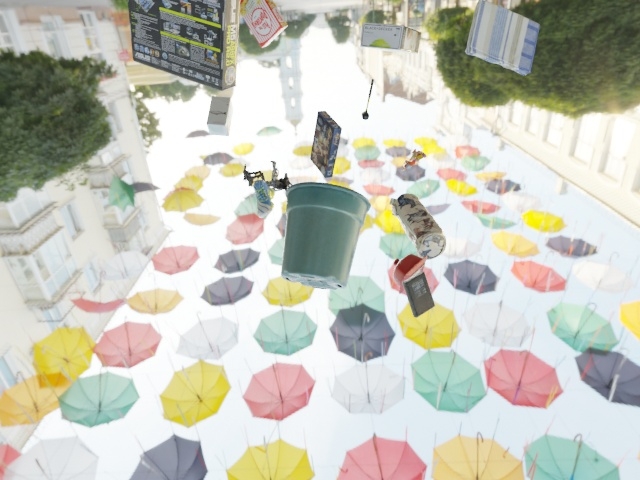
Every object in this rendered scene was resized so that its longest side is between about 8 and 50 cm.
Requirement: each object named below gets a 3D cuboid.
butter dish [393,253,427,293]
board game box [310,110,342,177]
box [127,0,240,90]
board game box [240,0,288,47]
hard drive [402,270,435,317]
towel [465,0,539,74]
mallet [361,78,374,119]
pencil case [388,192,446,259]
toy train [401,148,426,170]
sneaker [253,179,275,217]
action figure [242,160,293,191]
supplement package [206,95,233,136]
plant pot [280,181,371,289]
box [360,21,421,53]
[{"bbox_3d":[0.363,0.122,1.794,0.160,0.160,0.118,-36,-119,-25],"label":"butter dish"},{"bbox_3d":[0.021,-0.424,1.855,0.042,0.244,0.165,-12,-134,-24],"label":"board game box"},{"bbox_3d":[-0.315,-0.492,0.961,0.269,0.217,0.060,22,-144,14],"label":"box"},{"bbox_3d":[-0.236,-0.896,1.662,0.146,0.194,0.045,-18,-158,47],"label":"board game box"},{"bbox_3d":[0.345,0.188,1.461,0.094,0.135,0.022,-25,-169,-25],"label":"hard drive"},{"bbox_3d":[0.688,-0.762,1.580,0.284,0.210,0.034,12,-179,-15],"label":"towel"},{"bbox_3d":[0.231,-0.679,2.022,0.039,0.190,0.062,9,-164,-5],"label":"mallet"},{"bbox_3d":[0.491,-0.078,2.132,0.183,0.160,0.411,-1,-143,-13],"label":"pencil case"},{"bbox_3d":[0.414,-0.374,1.905,0.125,0.046,0.166,-28,-167,15],"label":"toy train"},{"bbox_3d":[-0.281,-0.205,1.965,0.091,0.126,0.240,-28,-151,13],"label":"sneaker"},{"bbox_3d":[-0.254,-0.330,2.168,0.275,0.141,0.164,6,-155,-23],"label":"action figure"},{"bbox_3d":[-0.528,-0.655,2.210,0.104,0.105,0.180,5,-109,-1],"label":"supplement package"},{"bbox_3d":[0.000,0.000,1.600,0.340,0.341,0.335,6,-106,18],"label":"plant pot"},{"bbox_3d":[0.287,-0.811,1.687,0.169,0.087,0.290,16,-155,20],"label":"box"}]
